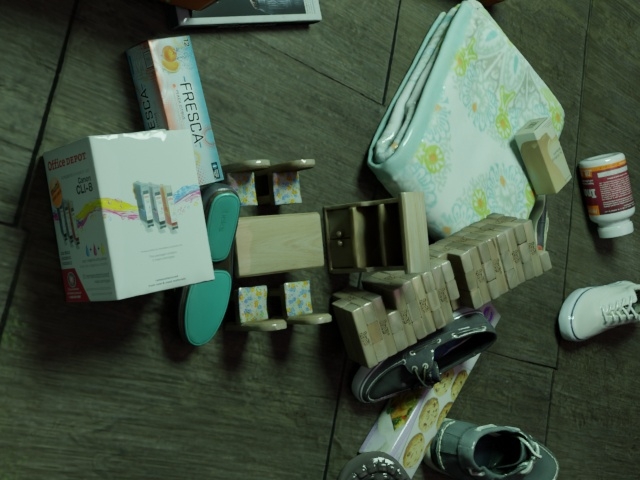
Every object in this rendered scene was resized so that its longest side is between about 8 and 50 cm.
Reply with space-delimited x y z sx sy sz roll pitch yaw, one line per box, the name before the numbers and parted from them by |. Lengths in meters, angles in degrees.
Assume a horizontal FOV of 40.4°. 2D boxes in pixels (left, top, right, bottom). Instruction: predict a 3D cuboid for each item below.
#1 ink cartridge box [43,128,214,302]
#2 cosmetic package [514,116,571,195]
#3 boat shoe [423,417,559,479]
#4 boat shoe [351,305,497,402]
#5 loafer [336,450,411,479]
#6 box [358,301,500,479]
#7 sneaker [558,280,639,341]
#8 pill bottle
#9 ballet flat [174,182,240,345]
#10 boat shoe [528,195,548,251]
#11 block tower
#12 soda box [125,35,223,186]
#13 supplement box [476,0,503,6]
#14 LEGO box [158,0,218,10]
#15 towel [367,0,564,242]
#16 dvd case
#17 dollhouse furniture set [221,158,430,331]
ink cartridge box | -0.215 -0.029 0.972 0.127 0.128 0.176 -10 92 -40
cosmetic package | 0.365 -0.138 1.423 0.060 0.041 0.115 -42 115 -35
boat shoe | 0.299 0.356 1.397 0.320 0.099 0.116 24 71 -37
boat shoe | 0.155 0.176 1.256 0.229 0.076 0.080 -26 127 -16
loafer | 0.073 0.463 1.194 0.134 0.130 0.365 -7 95 -13
box | 0.171 0.213 1.323 0.067 0.063 0.324 53 56 -26
sneaker | 0.543 0.124 1.627 0.258 0.091 0.094 -19 99 -40
pill bottle | 0.546 -0.085 1.650 0.086 0.086 0.151 -20 99 -40
ballet flat | -0.142 0.025 1.060 0.074 0.074 0.203 0 108 -40
boat shoe | 0.379 -0.030 1.529 0.043 0.049 0.136 13 81 -42
block tower | 0.173 0.062 1.265 0.336 0.091 0.097 -24 108 -23
soda box | -0.177 -0.153 1.060 0.063 0.058 0.183 -18 99 -40
supplement box | 0.225 -0.450 1.412 0.234 0.078 0.080 3 85 -41
LEGO box | -0.242 -0.550 0.929 0.373 0.193 0.499 6 83 -34
towel | 0.251 -0.161 1.405 0.320 0.090 0.374 43 62 -29
dvd case | -0.110 -0.373 1.153 0.239 0.030 0.179 -15 95 -40
dollhouse furniture set | 0.000 0.000 1.131 0.242 0.161 0.212 -5 90 -40
